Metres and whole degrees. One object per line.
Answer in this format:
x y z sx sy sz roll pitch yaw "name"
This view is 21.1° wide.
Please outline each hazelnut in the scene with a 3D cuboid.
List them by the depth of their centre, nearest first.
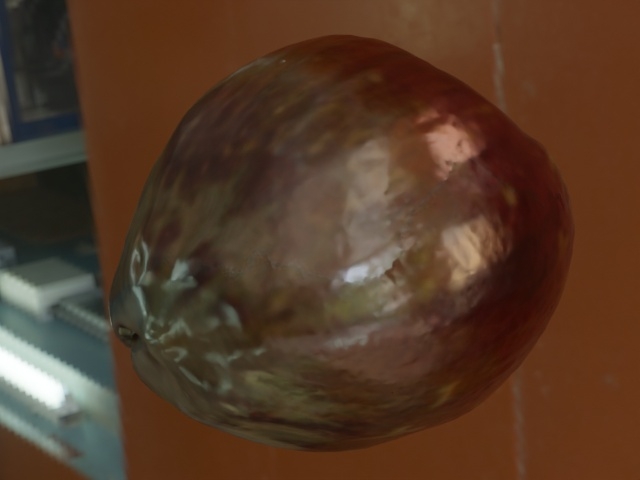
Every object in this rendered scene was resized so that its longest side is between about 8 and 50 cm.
0.000 0.000 0.858 0.234 0.218 0.218 -31 76 58 "hazelnut"
